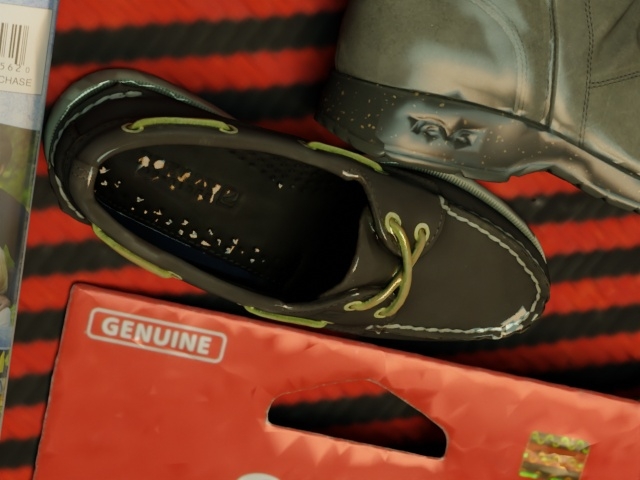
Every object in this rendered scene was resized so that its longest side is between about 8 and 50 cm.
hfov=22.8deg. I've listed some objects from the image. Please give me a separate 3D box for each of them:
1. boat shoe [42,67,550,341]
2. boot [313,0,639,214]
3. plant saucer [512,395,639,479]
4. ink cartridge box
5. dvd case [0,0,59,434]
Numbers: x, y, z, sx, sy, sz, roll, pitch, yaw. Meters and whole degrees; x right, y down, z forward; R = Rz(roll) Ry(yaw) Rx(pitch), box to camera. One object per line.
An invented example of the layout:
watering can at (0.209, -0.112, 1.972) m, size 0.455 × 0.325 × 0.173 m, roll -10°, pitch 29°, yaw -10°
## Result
boat shoe at (0.000, 0.000, 0.638) m, size 0.227 × 0.069 × 0.081 m, roll 18°, pitch 107°, yaw -21°
boot at (0.125, -0.096, 0.630) m, size 0.246 × 0.083 × 0.161 m, roll 11°, pitch 103°, yaw -21°
plant saucer at (0.166, 0.169, 0.773) m, size 0.241 × 0.037 × 0.241 m, roll -6°, pitch 114°, yaw -14°
ink cartridge box at (-0.001, 0.163, 0.686) m, size 0.275 × 0.060 × 0.239 m, roll 12°, pitch 110°, yaw -8°
dvd case at (-0.206, 0.008, 0.611) m, size 0.180 × 0.022 × 0.253 m, roll 5°, pitch 111°, yaw -17°
